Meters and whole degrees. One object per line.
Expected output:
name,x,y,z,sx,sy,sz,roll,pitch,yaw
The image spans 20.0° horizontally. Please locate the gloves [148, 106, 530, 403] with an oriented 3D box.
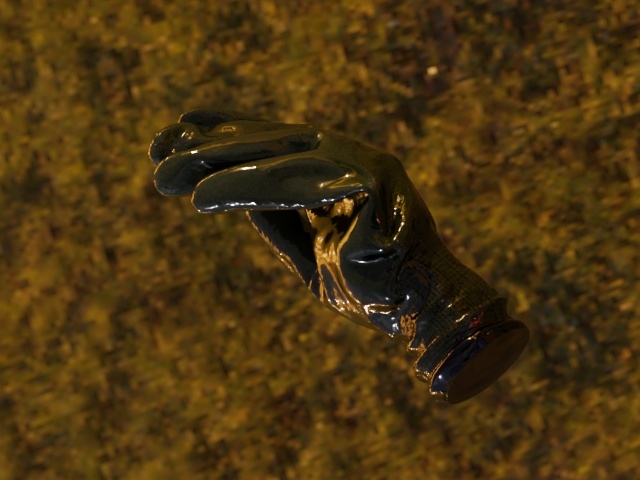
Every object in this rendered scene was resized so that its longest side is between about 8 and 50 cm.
gloves,0.012,-0.006,1.109,0.268,0.107,0.135,35,154,19
